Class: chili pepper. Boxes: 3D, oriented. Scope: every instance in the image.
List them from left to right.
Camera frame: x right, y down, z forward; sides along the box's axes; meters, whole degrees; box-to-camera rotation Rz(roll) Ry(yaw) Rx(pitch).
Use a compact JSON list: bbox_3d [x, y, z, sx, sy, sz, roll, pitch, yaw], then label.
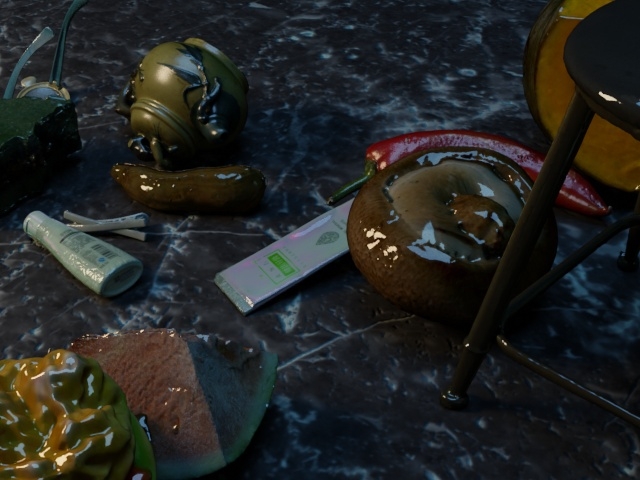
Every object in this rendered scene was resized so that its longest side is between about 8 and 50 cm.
[{"bbox_3d":[0.196,-0.093,1.481,0.368,0.092,0.137,0,37,6],"label":"chili pepper"}]

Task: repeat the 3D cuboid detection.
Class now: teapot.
[{"bbox_3d":[-0.211,-0.187,1.595,0.269,0.173,0.182,18,64,41],"label":"teapot"}]

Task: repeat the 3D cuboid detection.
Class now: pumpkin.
[{"bbox_3d":[0.414,-0.210,1.485,0.303,0.256,0.225,25,34,12],"label":"pumpkin"}]

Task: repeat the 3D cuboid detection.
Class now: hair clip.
[{"bbox_3d":[-0.281,-0.023,1.464,0.115,0.030,0.039,5,17,6],"label":"hair clip"}]

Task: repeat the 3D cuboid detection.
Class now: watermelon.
[{"bbox_3d":[-0.163,0.179,1.125,0.231,0.128,0.146,-7,64,14],"label":"watermelon"}]

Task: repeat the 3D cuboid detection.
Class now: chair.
[{"bbox_3d":[0.371,0.001,1.060,0.362,0.410,0.364,-31,45,-34],"label":"chair"}]

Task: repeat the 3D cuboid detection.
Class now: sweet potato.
[{"bbox_3d":[-0.186,-0.072,1.502,0.233,0.062,0.081,4,20,15],"label":"sweet potato"}]

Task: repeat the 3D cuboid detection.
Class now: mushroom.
[{"bbox_3d":[0.151,-0.004,1.291,0.253,0.153,0.253,4,42,-4],"label":"mushroom"}]

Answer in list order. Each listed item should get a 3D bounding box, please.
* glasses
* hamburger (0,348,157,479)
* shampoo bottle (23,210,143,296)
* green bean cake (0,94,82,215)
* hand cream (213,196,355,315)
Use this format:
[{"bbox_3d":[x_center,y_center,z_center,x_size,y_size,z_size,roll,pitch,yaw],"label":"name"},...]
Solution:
[{"bbox_3d":[-0.402,-0.244,1.657,0.088,0.220,0.190,39,36,-10],"label":"glasses"},{"bbox_3d":[-0.266,0.203,0.988,0.237,0.149,0.237,-4,57,6],"label":"hamburger"},{"bbox_3d":[-0.308,0.012,1.401,0.190,0.041,0.069,27,50,35],"label":"shampoo bottle"},{"bbox_3d":[-0.438,-0.108,1.525,0.193,0.107,0.208,0,36,-2],"label":"green bean cake"},{"bbox_3d":[0.000,0.001,1.381,0.275,0.050,0.079,-30,16,-17],"label":"hand cream"}]
